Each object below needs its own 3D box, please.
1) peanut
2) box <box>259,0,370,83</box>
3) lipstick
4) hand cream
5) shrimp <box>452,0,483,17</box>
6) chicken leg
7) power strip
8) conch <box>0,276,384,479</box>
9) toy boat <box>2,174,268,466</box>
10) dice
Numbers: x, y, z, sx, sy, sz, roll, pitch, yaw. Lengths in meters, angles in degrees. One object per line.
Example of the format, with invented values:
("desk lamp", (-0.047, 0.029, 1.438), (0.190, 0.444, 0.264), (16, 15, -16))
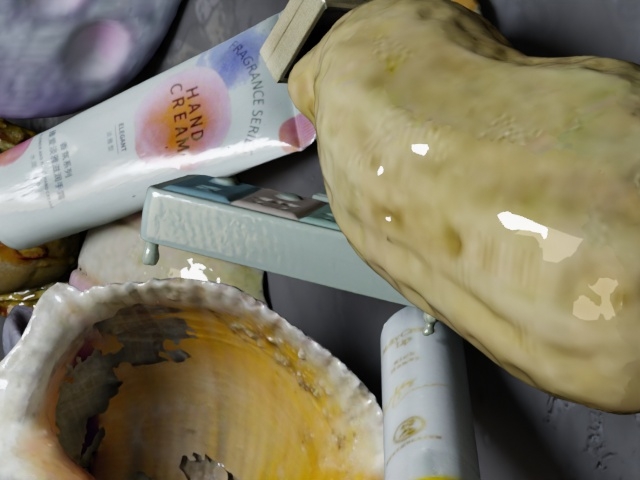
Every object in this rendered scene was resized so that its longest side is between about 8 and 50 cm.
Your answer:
("peanut", (0.113, -0.040, 0.959), (0.387, 0.192, 0.169), (38, 155, 45))
("box", (0.011, -0.150, 1.178), (0.083, 0.079, 0.035), (-56, 48, 38))
("lipstick", (0.067, 0.124, 1.016), (0.264, 0.059, 0.059), (-89, 19, -63))
("hand cream", (-0.154, -0.072, 1.323), (0.340, 0.078, 0.124), (-23, 61, 25))
("shrimp", (0.051, -0.109, 1.157), (0.184, 0.043, 0.091), (-40, 63, 43))
("chicken leg", (-0.360, -0.037, 1.609), (0.361, 0.140, 0.212), (13, 109, 48))
("power strip", (0.000, 0.000, 1.143), (0.215, 0.145, 0.061), (15, 104, 15))
("conch", (-0.114, 0.173, 1.210), (0.210, 0.352, 0.297), (-175, 83, -83))
("toy boat", (-0.143, 0.063, 1.364), (0.276, 0.111, 0.293), (46, 115, 33))
("dice", (-0.280, -0.276, 1.397), (0.270, 0.271, 0.270), (49, 126, 40))
